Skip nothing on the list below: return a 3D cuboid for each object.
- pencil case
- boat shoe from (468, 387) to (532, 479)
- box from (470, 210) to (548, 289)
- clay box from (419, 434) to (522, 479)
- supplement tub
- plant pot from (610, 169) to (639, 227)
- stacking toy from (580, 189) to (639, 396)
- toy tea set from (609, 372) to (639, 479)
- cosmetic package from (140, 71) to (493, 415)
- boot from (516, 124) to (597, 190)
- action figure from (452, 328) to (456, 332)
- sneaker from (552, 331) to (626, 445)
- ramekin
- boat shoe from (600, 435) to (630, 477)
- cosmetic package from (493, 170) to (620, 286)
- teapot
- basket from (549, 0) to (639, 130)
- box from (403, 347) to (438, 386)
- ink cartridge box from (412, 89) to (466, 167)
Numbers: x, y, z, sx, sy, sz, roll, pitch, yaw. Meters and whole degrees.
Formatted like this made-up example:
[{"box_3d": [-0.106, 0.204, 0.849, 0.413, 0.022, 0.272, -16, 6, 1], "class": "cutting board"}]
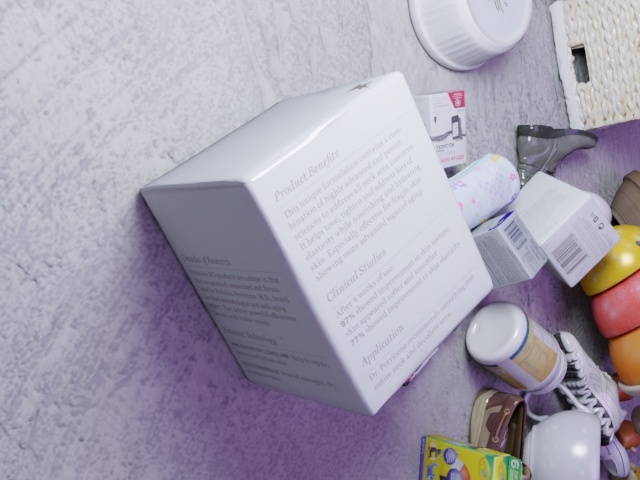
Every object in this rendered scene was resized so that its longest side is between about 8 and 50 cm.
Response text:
[{"box_3d": [0.286, -0.084, 1.546, 0.273, 0.113, 0.124, -26, 91, -33], "class": "pencil case"}, {"box_3d": [0.383, 0.492, 1.609, 0.123, 0.123, 0.342, 14, 81, -36], "class": "boat shoe"}, {"box_3d": [0.359, 0.023, 1.521, 0.072, 0.137, 0.126, -40, 99, -34], "class": "box"}, {"box_3d": [0.287, 0.465, 1.477, 0.053, 0.222, 0.128, 7, 85, -36], "class": "clay box"}, {"box_3d": [0.422, 0.234, 1.626, 0.199, 0.144, 0.144, 37, 69, -31], "class": "supplement tub"}, {"box_3d": [0.799, -0.049, 1.899, 0.109, 0.237, 0.237, -29, 113, 10], "class": "plant pot"}, {"box_3d": [0.717, 0.087, 1.760, 0.350, 0.350, 0.480, -34, 83, -32], "class": "stacking toy"}, {"box_3d": [0.816, 0.484, 1.890, 0.124, 0.200, 0.336, -11, 91, -27], "class": "toy tea set"}, {"box_3d": [0.000, 0.000, 1.200, 0.329, 0.327, 0.394, -38, 112, -31], "class": "cosmetic package"}, {"box_3d": [0.538, -0.181, 1.766, 0.246, 0.083, 0.161, 0, 97, -31], "class": "boot"}, {"box_3d": [0.289, 0.105, 1.577, 0.137, 0.063, 0.232, 41, 63, -18], "class": "action figure"}, {"box_3d": [0.625, 0.332, 1.783, 0.118, 0.110, 0.292, -32, 101, -26], "class": "sneaker"}, {"box_3d": [0.319, -0.493, 1.561, 0.272, 0.127, 0.273, 0, 90, -36], "class": "ramekin"}, {"box_3d": [0.682, 0.497, 1.870, 0.075, 0.083, 0.226, -30, 96, -22], "class": "boat shoe"}, {"box_3d": [0.507, -0.028, 1.638, 0.151, 0.184, 0.151, -45, 120, 1], "class": "cosmetic package"}, {"box_3d": [0.524, 0.488, 1.687, 0.256, 0.187, 0.253, -58, 145, -51], "class": "teapot"}, {"box_3d": [0.771, -0.452, 1.814, 0.331, 0.266, 0.329, -19, 100, -37], "class": "basket"}, {"box_3d": [0.145, 0.171, 1.487, 0.114, 0.036, 0.207, -43, 114, -29], "class": "box"}, {"box_3d": [0.236, -0.221, 1.524, 0.109, 0.063, 0.151, -16, 107, -39], "class": "ink cartridge box"}]
